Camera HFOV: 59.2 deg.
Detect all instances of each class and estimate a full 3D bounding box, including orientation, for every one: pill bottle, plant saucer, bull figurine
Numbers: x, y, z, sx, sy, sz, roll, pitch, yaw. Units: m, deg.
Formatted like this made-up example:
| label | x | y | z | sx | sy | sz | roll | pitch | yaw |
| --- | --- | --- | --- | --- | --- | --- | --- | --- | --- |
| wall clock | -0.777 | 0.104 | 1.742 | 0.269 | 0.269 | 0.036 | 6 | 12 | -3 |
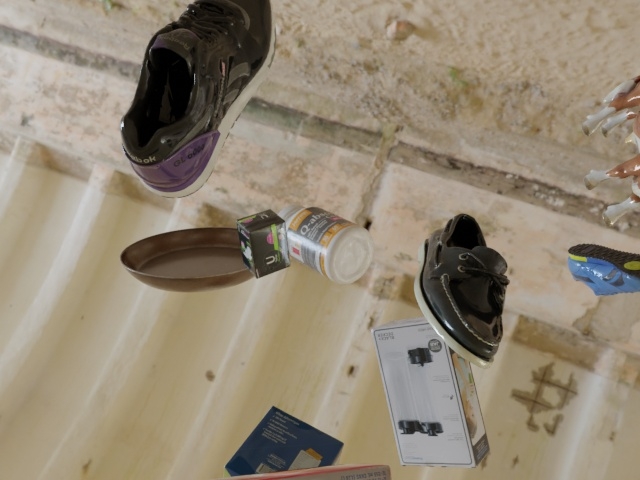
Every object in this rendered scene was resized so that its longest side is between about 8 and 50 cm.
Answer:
| label | x | y | z | sx | sy | sz | roll | pitch | yaw |
| --- | --- | --- | --- | --- | --- | --- | --- | --- | --- |
| pill bottle | 0.000 | 0.000 | 1.534 | 0.162 | 0.162 | 0.278 | 22 | -176 | -44 |
| plant saucer | -0.240 | 0.037 | 1.137 | 0.310 | 0.050 | 0.311 | -1 | -161 | 0 |
| bull figurine | 0.461 | -0.124 | 0.759 | 0.101 | 0.310 | 0.188 | 39 | 142 | -24 |

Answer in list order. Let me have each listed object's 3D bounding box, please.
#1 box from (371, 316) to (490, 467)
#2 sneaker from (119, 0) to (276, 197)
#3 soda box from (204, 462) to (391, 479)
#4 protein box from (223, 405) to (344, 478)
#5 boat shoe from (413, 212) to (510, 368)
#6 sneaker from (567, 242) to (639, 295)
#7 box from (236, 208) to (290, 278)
| label | x | y | z | sx | sy | sz | roll | pitch | yaw |
| --- | --- | --- | --- | --- | --- | --- | --- | --- | --- |
| box | 0.222 | 0.304 | 1.149 | 0.169 | 0.290 | 0.087 | -16 | 176 | 35 |
| sneaker | -0.120 | -0.190 | 0.587 | 0.107 | 0.283 | 0.124 | 15 | 165 | 4 |
| soda box | -0.071 | 0.245 | 0.467 | 0.263 | 0.092 | 0.083 | -3 | 161 | -11 |
| protein box | -0.084 | 0.525 | 1.277 | 0.199 | 0.136 | 0.201 | 22 | -146 | 18 |
| boat shoe | 0.220 | 0.051 | 0.830 | 0.127 | 0.113 | 0.340 | 36 | -158 | -4 |
| sneaker | 0.533 | 0.067 | 1.004 | 0.069 | 0.082 | 0.209 | -20 | -162 | -18 |
| box | -0.087 | 0.004 | 0.866 | 0.062 | 0.083 | 0.052 | -21 | -146 | -24 |
